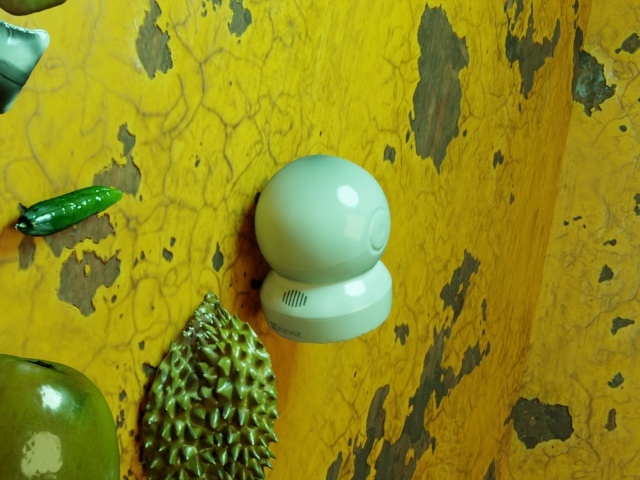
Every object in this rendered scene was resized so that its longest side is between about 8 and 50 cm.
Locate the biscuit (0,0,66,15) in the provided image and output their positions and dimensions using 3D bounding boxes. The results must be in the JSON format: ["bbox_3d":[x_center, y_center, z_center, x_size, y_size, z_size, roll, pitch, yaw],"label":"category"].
[{"bbox_3d":[-0.280,-0.260,0.839,0.164,0.047,0.208,-35,131,-40],"label":"biscuit"}]

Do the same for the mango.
[{"bbox_3d":[-0.296,0.258,1.073,0.211,0.173,0.317,-28,128,-54],"label":"mango"}]

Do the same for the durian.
[{"bbox_3d":[-0.149,0.233,1.390,0.186,0.153,0.261,-25,114,-27],"label":"durian"}]

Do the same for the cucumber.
[{"bbox_3d":[-0.273,-0.030,1.161,0.168,0.039,0.039,-29,123,-57],"label":"cucumber"}]

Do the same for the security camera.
[{"bbox_3d":[0.000,0.000,1.500,0.194,0.194,0.236,-38,128,-50],"label":"security camera"}]

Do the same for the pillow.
[{"bbox_3d":[-0.319,-0.180,1.021,0.135,0.055,0.091,28,67,-61],"label":"pillow"}]
